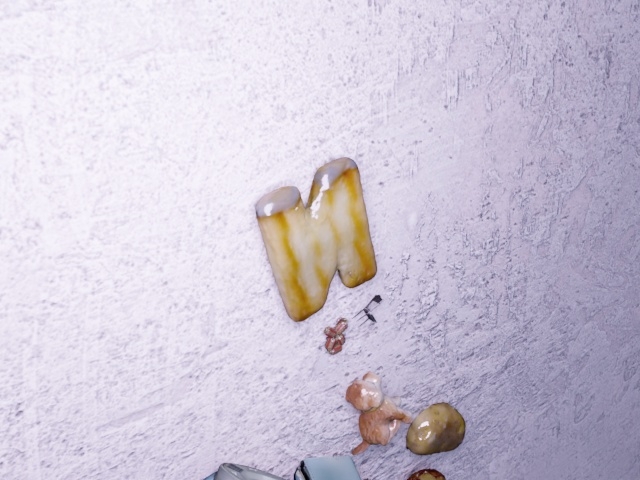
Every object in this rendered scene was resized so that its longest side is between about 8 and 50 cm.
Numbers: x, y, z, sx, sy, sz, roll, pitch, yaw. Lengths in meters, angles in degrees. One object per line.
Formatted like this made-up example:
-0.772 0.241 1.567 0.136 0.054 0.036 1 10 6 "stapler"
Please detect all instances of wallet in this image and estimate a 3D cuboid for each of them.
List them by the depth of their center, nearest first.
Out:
0.050 0.617 1.252 0.176 0.250 0.075 13 121 -33 "wallet"

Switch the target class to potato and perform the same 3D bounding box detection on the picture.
0.335 0.548 1.543 0.200 0.081 0.164 2 108 -34 "potato"

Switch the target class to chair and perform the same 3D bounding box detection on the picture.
0.116 0.168 1.258 0.086 0.037 0.042 -42 115 -10 "chair"

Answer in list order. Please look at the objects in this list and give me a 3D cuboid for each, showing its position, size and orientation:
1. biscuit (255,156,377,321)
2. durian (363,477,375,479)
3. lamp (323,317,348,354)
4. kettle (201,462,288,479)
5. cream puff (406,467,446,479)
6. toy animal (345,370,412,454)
0.000 0.000 1.092 0.237 0.062 0.291 -31 123 -23 "biscuit"
0.102 0.664 1.405 0.148 0.091 0.188 -37 152 8 "durian"
0.034 0.218 1.227 0.063 0.031 0.083 -20 122 -27 "lamp"
-0.181 0.639 1.084 0.247 0.319 0.342 62 48 -68 "kettle"
0.292 0.716 1.574 0.149 0.084 0.149 -11 110 -32 "cream puff"
0.106 0.422 1.317 0.184 0.104 0.185 -44 132 -5 "toy animal"
